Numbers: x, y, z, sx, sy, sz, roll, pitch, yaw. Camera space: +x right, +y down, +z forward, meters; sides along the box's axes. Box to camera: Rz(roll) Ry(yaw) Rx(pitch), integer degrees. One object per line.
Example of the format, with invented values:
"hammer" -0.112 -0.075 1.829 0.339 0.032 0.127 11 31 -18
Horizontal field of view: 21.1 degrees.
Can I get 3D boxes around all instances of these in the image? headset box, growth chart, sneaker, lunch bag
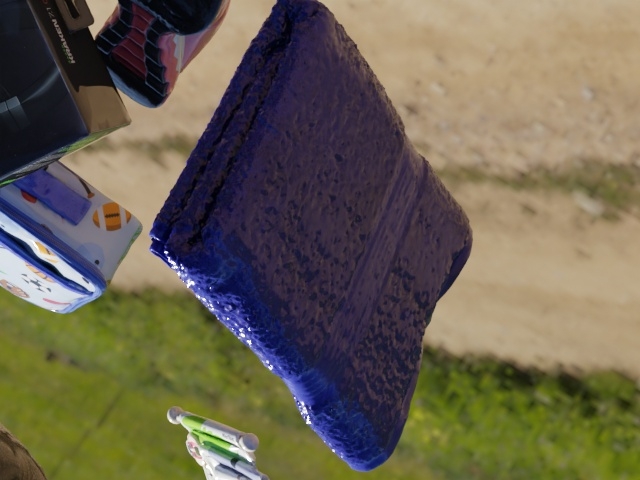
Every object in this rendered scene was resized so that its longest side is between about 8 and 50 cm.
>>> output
"headset box" -0.340 -0.160 1.541 0.246 0.283 0.131 64 -167 -3
"growth chart" -0.056 0.258 1.477 0.172 0.021 0.237 -1 108 60
"sneaker" -0.135 -0.256 1.669 0.116 0.136 0.314 38 151 -3
"lunch bag" -0.339 -0.049 1.756 0.303 0.115 0.243 35 162 -13

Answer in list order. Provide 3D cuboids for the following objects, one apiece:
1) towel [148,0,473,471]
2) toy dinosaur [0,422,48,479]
"towel" 0.000 0.000 1.225 0.076 0.228 0.308 7 151 31
"toy dinosaur" -0.147 0.128 0.659 0.121 0.160 0.313 -11 140 42
